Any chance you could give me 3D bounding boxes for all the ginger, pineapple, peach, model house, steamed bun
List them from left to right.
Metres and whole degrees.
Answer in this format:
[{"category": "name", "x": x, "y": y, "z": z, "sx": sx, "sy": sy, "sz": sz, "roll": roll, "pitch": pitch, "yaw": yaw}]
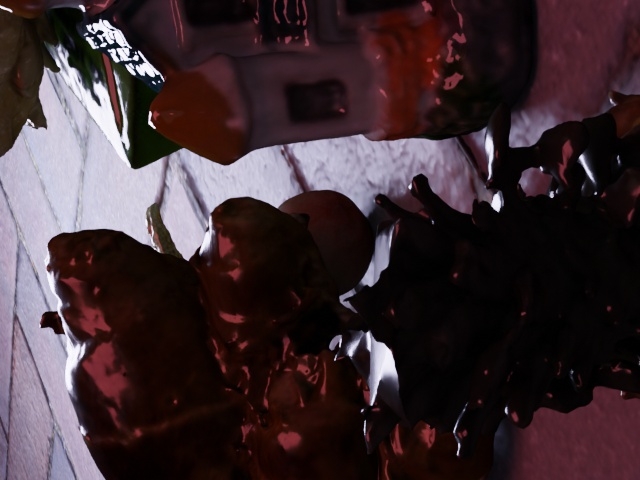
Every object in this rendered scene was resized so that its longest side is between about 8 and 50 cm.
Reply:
[{"category": "steamed bun", "x": -0.296, "y": -0.197, "z": 1.134, "sx": 0.295, "sy": 0.137, "sz": 0.292, "roll": 58, "pitch": 150, "yaw": 21}, {"category": "model house", "x": -0.059, "y": -0.170, "z": 0.773, "sx": 0.190, "sy": 0.301, "sz": 0.271, "roll": -155, "pitch": 55, "yaw": -69}, {"category": "ginger", "x": -0.040, "y": 0.117, "z": 0.928, "sx": 0.357, "sy": 0.152, "sz": 0.274, "roll": 32, "pitch": 136, "yaw": 12}, {"category": "peach", "x": 0.001, "y": 0.001, "z": 0.981, "sx": 0.083, "sy": 0.083, "sz": 0.083, "roll": 42, "pitch": 139, "yaw": 52}, {"category": "pineapple", "x": 0.118, "y": 0.014, "z": 0.483, "sx": 0.158, "sy": 0.278, "sz": 0.158, "roll": 37, "pitch": 134, "yaw": 51}]

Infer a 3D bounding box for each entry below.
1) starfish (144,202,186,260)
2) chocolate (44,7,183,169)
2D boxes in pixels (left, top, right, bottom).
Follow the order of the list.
[{"category": "starfish", "x": -0.060, "y": 0.160, "z": 1.198, "sx": 0.358, "sy": 0.078, "sz": 0.347, "roll": 50, "pitch": 143, "yaw": 26}, {"category": "chocolate", "x": -0.158, "y": -0.261, "z": 1.127, "sx": 0.301, "sy": 0.137, "sz": 0.289, "roll": 50, "pitch": 145, "yaw": 43}]
